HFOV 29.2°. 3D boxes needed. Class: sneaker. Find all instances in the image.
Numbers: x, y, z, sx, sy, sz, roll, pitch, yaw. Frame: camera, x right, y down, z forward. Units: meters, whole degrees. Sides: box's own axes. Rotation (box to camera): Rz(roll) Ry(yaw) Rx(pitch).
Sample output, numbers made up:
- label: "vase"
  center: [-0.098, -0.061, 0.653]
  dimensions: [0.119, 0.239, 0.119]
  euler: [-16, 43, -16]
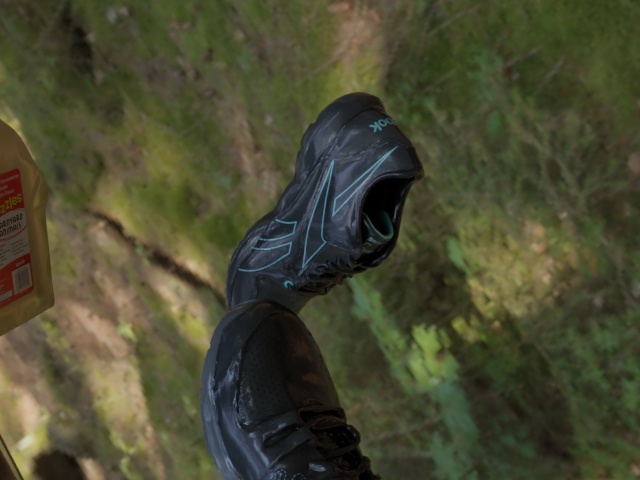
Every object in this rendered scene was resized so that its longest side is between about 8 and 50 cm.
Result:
- label: "sneaker"
  center: [0.012, 0.193, 0.904]
  dimensions: [0.140, 0.125, 0.341]
  euler: [-34, 66, 43]
- label: "sneaker"
  center: [0.000, 0.000, 1.106]
  dimensions: [0.101, 0.267, 0.106]
  euler: [-6, -138, -49]

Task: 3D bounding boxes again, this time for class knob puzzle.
- label: "knob puzzle"
  center: [-0.275, -0.014, 0.940]
  dimensions: [0.030, 0.213, 0.213]
  euler: [5, 145, 23]

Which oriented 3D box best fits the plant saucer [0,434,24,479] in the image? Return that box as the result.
- label: "plant saucer"
  center: [-0.306, 0.161, 1.063]
  dimensions: [0.278, 0.041, 0.278]
  euler: [55, 164, 24]
